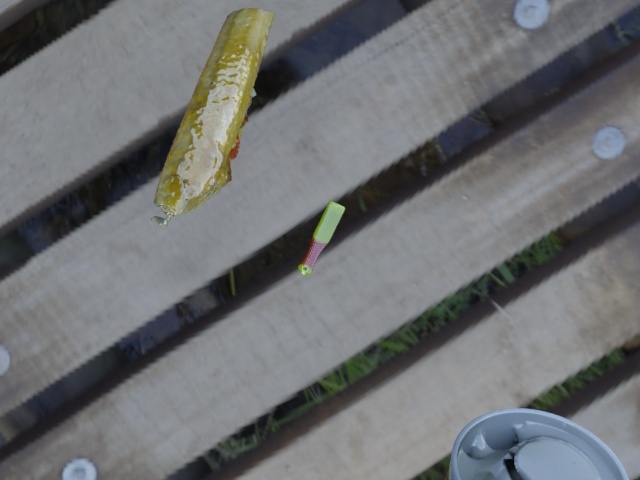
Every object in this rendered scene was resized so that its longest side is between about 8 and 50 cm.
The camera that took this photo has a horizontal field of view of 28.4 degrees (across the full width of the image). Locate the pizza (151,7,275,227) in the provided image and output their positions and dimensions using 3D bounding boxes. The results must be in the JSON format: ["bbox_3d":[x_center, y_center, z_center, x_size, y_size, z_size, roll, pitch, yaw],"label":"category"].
[{"bbox_3d":[-0.123,-0.113,1.439,0.075,0.288,0.280,21,71,-5],"label":"pizza"}]

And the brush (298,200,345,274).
[{"bbox_3d":[0.000,0.000,1.301,0.018,0.021,0.083,25,77,5],"label":"brush"}]

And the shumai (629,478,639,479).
[{"bbox_3d":[0.415,0.513,1.580,0.395,0.395,0.348,-27,101,-3],"label":"shumai"}]

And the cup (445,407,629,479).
[{"bbox_3d":[0.184,0.316,1.315,0.241,0.185,0.226,-12,132,-25],"label":"cup"}]
